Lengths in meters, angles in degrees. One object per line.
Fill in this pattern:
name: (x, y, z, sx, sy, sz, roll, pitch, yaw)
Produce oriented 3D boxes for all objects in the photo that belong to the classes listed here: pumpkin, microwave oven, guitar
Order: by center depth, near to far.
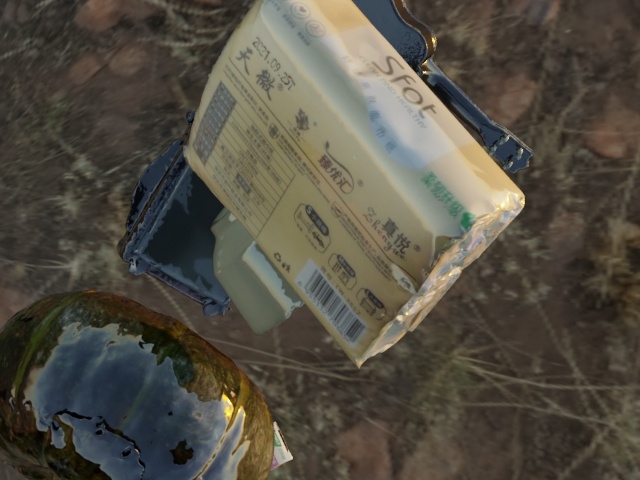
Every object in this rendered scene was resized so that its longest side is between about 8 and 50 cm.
pumpkin: (-0.150, 0.143, 0.995, 0.238, 0.238, 0.159, 32, 67, -16)
guitar: (0.115, -0.165, 1.361, 0.271, 0.038, 0.084, 45, 118, -2)
microwave oven: (-0.154, -0.047, 1.815, 0.188, 0.178, 0.247, 31, 92, -12)

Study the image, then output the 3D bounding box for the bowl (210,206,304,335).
bowl: (-0.033, -0.018, 1.328, 0.112, 0.211, 0.211, 42, 78, -7)

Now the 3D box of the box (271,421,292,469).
box: (-0.103, 0.270, 1.585, 0.041, 0.207, 0.050, -18, 79, -37)

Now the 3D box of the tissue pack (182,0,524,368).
tissue pack: (0.012, -0.048, 0.902, 0.090, 0.186, 0.222, -25, 68, -40)
